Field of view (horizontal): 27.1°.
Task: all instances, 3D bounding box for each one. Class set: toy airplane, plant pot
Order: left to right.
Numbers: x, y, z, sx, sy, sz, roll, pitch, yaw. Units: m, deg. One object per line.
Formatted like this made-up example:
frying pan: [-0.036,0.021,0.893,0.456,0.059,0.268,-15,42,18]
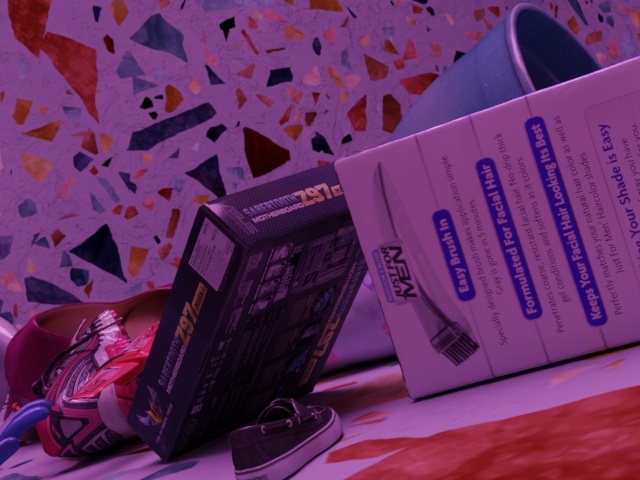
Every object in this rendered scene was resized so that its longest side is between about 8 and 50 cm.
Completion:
toy airplane: [-0.150,0.101,1.153,0.151,0.028,0.151,-31,8,5]
plant pot: [0.176,-0.057,1.347,0.255,0.272,0.271,-33,-6,28]

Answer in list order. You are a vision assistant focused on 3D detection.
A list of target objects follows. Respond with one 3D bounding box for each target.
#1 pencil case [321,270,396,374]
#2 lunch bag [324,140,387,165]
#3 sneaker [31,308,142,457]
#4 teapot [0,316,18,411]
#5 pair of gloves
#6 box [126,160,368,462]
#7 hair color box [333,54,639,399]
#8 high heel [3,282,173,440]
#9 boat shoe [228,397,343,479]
pencil case: [0.066,0.045,1.231,0.273,0.124,0.113,-19,2,29]
lunch bag: [0.000,0.000,1.928,0.256,0.213,0.305,-19,1,-29]
sneaker: [-0.231,0.143,1.331,0.112,0.121,0.299,-22,3,-9]
teapot: [-0.488,0.187,1.607,0.252,0.256,0.187,4,26,-31]
pair of gloves: [-0.305,0.195,1.147,0.159,0.023,0.198,-46,9,-23]
box: [-0.046,0.054,1.068,0.183,0.059,0.233,-20,-37,-45]
hair color box: [0.199,-0.023,0.934,0.338,0.185,0.110,-17,2,23]
high heel: [-0.216,0.098,1.596,0.377,0.127,0.181,-35,-24,-44]
boat shoe: [-0.022,0.127,0.888,0.049,0.040,0.142,-18,2,18]
